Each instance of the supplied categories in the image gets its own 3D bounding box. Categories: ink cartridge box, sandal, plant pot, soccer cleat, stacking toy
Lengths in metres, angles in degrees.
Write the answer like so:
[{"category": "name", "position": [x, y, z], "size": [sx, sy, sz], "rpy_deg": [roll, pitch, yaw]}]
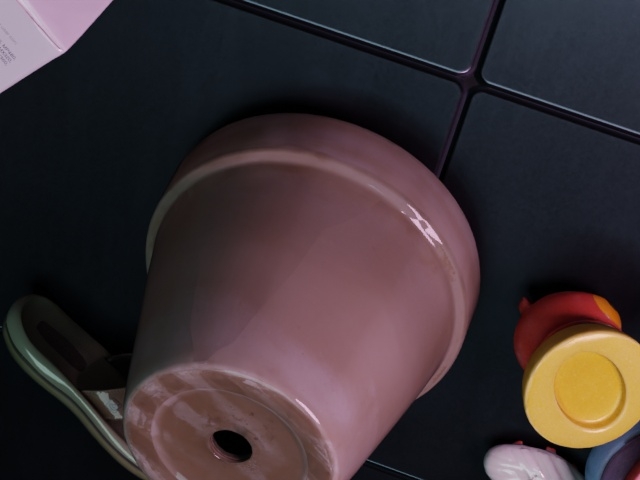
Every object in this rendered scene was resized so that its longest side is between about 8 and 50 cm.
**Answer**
[{"category": "ink cartridge box", "position": [-0.298, -0.189, 1.231], "size": [0.237, 0.172, 0.100], "rpy_deg": [-25, 113, 32]}, {"category": "sandal", "position": [-0.206, 0.160, 1.500], "size": [0.303, 0.120, 0.086], "rpy_deg": [42, 113, -13]}, {"category": "plant pot", "position": [-0.039, 0.095, 1.256], "size": [0.323, 0.280, 0.323], "rpy_deg": [10, 129, 12]}, {"category": "soccer cleat", "position": [0.256, 0.274, 1.446], "size": [0.196, 0.076, 0.068], "rpy_deg": [29, 129, -3]}, {"category": "stacking toy", "position": [0.343, 0.138, 1.331], "size": [0.279, 0.130, 0.309], "rpy_deg": [-30, 117, 5]}]
